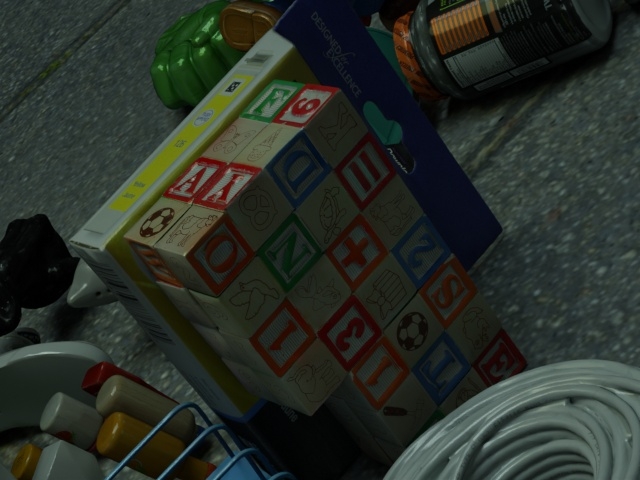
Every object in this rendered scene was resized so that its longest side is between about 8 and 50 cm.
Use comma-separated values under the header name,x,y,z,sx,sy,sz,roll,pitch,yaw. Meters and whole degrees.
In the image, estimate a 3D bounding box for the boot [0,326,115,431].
name,x,y,z,sx,sy,sz,roll,pitch,yaw
boot,-0.301,0.124,1.838,0.258,0.095,0.123,-18,33,27

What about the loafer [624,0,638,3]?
name,x,y,z,sx,sy,sz,roll,pitch,yaw
loafer,0.314,-0.323,1.801,0.087,0.094,0.251,-26,30,28

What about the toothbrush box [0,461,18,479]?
name,x,y,z,sx,sy,sz,roll,pitch,yaw
toothbrush box,-0.414,0.241,1.672,0.283,0.206,0.122,-10,38,40

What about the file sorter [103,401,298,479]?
name,x,y,z,sx,sy,sz,roll,pitch,yaw
file sorter,-0.068,0.215,1.379,0.118,0.104,0.170,-45,46,-15

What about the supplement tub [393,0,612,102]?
name,x,y,z,sx,sy,sz,roll,pitch,yaw
supplement tub,0.173,-0.207,1.767,0.190,0.117,0.117,-20,33,29

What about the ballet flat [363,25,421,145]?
name,x,y,z,sx,sy,sz,roll,pitch,yaw
ballet flat,0.017,-0.045,1.727,0.147,0.147,0.409,-22,29,27

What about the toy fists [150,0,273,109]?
name,x,y,z,sx,sy,sz,roll,pitch,yaw
toy fists,-0.081,-0.255,2.153,0.279,0.096,0.142,-34,29,4

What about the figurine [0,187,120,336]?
name,x,y,z,sx,sy,sz,roll,pitch,yaw
figurine,-0.251,0.031,1.850,0.215,0.092,0.209,-17,16,17

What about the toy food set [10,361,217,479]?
name,x,y,z,sx,sy,sz,roll,pitch,yaw
toy food set,-0.179,0.183,1.645,0.232,0.104,0.111,-30,37,53

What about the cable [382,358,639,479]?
name,x,y,z,sx,sy,sz,roll,pitch,yaw
cable,0.149,0.189,1.235,0.257,0.089,0.257,-41,27,-5

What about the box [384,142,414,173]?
name,x,y,z,sx,sy,sz,roll,pitch,yaw
box,0.044,-0.031,1.592,0.116,0.162,0.029,55,135,29

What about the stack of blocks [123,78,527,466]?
name,x,y,z,sx,sy,sz,roll,pitch,yaw
stack of blocks,0.011,0.047,1.379,0.171,0.297,0.087,-48,32,-19

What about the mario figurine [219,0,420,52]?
name,x,y,z,sx,sy,sz,roll,pitch,yaw
mario figurine,0.012,-0.278,1.919,0.198,0.170,0.320,-34,-11,39

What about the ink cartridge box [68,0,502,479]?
name,x,y,z,sx,sy,sz,roll,pitch,yaw
ink cartridge box,0.000,0.000,1.457,0.307,0.303,0.072,-47,31,-17
